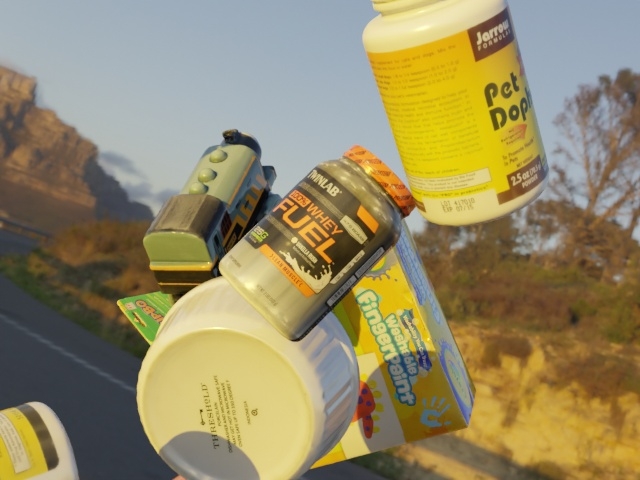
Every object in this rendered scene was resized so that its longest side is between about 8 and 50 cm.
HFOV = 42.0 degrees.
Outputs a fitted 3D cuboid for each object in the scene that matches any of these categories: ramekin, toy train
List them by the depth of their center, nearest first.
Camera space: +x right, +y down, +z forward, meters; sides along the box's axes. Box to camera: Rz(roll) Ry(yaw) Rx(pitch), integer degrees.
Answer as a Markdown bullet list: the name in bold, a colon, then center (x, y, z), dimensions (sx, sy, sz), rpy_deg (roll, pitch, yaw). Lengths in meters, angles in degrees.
- **ramekin**: center (-0.095, 0.184, 1.012), dimensions (0.273, 0.272, 0.127), rpy_deg (18, 17, 8)
- **toy train**: center (-0.152, -0.026, 1.273), dimensions (0.142, 0.334, 0.190), rpy_deg (2, -50, 18)

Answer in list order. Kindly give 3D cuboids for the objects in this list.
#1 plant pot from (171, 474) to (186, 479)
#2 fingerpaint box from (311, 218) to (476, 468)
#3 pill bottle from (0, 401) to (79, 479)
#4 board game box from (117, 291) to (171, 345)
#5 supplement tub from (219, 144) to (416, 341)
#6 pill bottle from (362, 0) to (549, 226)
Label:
- **plant pot**: center (-0.155, 0.400, 1.186), dimensions (0.180, 0.201, 0.201), rpy_deg (-23, -1, -7)
- **fingerpaint box**: center (0.032, 0.164, 1.543), dimensions (0.371, 0.444, 0.163), rpy_deg (-21, 9, 20)
- **pill bottle**: center (-0.332, 0.227, 0.732), dimensions (0.209, 0.119, 0.119), rpy_deg (-12, 17, -40)
- **board game box**: center (-0.303, 0.156, 1.757), dimensions (0.124, 0.039, 0.259), rpy_deg (45, 26, 23)
- **supplement tub**: center (0.000, 0.000, 0.846), dimensions (0.117, 0.190, 0.117), rpy_deg (44, -5, 5)
- **pill bottle**: center (0.106, -0.128, 0.676), dimensions (0.117, 0.117, 0.214), rpy_deg (12, -51, 53)
